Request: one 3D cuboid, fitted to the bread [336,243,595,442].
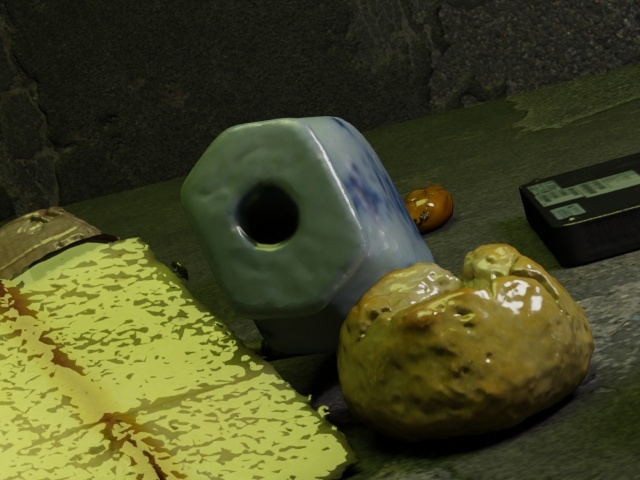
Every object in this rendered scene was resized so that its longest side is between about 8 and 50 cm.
[{"bbox_3d":[0.119,0.086,1.409,0.244,0.134,0.244,-13,12,3],"label":"bread"}]

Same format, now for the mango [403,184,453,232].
[{"bbox_3d":[0.153,-0.047,2.293,0.077,0.063,0.127,-21,6,26],"label":"mango"}]

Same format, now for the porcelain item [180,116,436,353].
[{"bbox_3d":[0.000,0.000,1.622,0.178,0.243,0.405,-29,-12,9],"label":"porcelain item"}]

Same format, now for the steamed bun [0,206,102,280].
[{"bbox_3d":[-0.312,0.116,1.761,0.251,0.199,0.301,-30,34,-7],"label":"steamed bun"}]

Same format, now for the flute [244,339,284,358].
[{"bbox_3d":[-0.094,0.129,1.821,0.233,0.027,0.027,-11,11,26],"label":"flute"}]

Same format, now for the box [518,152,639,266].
[{"bbox_3d":[0.370,-0.049,1.979,0.211,0.058,0.350,-17,9,2],"label":"box"}]

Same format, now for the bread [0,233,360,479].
[{"bbox_3d":[-0.224,0.140,1.438,0.345,0.242,0.405,-23,8,-23],"label":"bread"}]
